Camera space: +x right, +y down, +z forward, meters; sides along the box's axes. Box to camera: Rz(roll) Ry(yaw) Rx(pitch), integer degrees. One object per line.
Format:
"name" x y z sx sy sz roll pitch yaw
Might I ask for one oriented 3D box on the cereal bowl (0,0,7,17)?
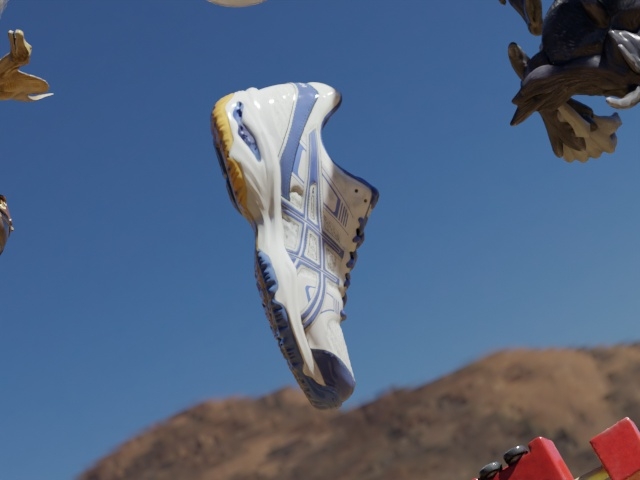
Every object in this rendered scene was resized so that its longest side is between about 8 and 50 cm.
"cereal bowl" -0.372 -0.290 1.501 0.141 0.339 0.339 -47 -20 21

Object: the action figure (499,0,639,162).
"action figure" 0.182 -0.141 1.223 0.164 0.275 0.141 -41 -56 14

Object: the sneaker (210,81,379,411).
"sneaker" 0.000 0.000 1.713 0.131 0.296 0.112 -16 0 -8

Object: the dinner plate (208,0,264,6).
"dinner plate" -0.079 -0.292 1.829 0.141 0.141 0.017 -25 -5 7

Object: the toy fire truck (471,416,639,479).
"toy fire truck" 0.174 0.210 1.586 0.192 0.047 0.135 -35 -26 14

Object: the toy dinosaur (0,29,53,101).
"toy dinosaur" -0.302 -0.149 1.828 0.093 0.053 0.183 7 -14 -1

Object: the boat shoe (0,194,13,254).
"boat shoe" -0.338 -0.018 1.891 0.073 0.073 0.207 -66 8 -14
